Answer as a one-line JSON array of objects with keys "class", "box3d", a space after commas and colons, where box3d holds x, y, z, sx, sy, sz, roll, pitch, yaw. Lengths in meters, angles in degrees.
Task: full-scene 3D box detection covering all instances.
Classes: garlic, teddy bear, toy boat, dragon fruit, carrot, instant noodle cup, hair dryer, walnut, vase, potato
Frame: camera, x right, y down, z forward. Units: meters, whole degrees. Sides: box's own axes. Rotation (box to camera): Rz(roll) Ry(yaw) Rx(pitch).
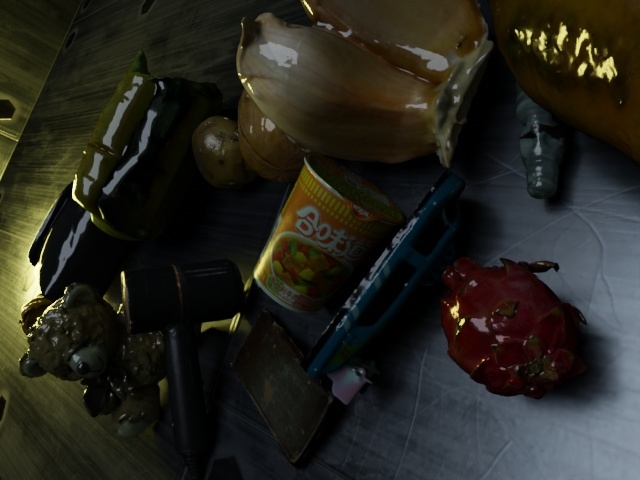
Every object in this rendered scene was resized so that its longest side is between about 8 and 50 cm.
[{"class": "garlic", "box3d": [0.065, -0.239, 0.743, 0.313, 0.249, 0.286, 22, 111, 14]}, {"class": "teddy bear", "box3d": [-0.374, 0.188, 0.961, 0.156, 0.256, 0.267, 31, 92, 53]}, {"class": "toy boat", "box3d": [0.099, 0.058, 0.677, 0.092, 0.134, 0.299, 38, 98, 11]}, {"class": "dragon fruit", "box3d": [0.184, 0.087, 0.553, 0.136, 0.133, 0.166, -21, 43, -17]}, {"class": "carrot", "box3d": [0.320, -0.179, 0.462, 0.241, 0.241, 0.341, -51, 42, 13]}, {"class": "instant noodle cup", "box3d": [0.000, 0.000, 0.765, 0.185, 0.168, 0.168, -56, 41, 19]}, {"class": "hair dryer", "box3d": [-0.203, 0.211, 0.888, 0.107, 0.189, 0.352, 157, 105, -66]}, {"class": "walnut", "box3d": [-0.060, -0.195, 0.915, 0.165, 0.165, 0.197, -31, 42, 31]}, {"class": "vase", "box3d": [0.260, -0.145, 0.641, 0.060, 0.060, 0.211, -11, 63, 41]}, {"class": "potato", "box3d": [-0.184, -0.169, 1.050, 0.176, 0.137, 0.137, 21, 85, 50]}]

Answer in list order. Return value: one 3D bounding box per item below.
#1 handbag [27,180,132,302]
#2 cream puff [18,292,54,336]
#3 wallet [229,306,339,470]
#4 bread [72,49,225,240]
[{"class": "handbag", "box3d": [-0.582, -0.015, 1.327, 0.275, 0.178, 0.302, 27, 90, 48]}, {"class": "cream puff", "box3d": [-0.683, 0.188, 1.376, 0.133, 0.119, 0.104, -45, 18, -21]}, {"class": "wallet", "box3d": [-0.055, 0.205, 0.797, 0.122, 0.031, 0.232, -59, 39, 10]}, {"class": "bread", "box3d": [-0.360, -0.183, 1.140, 0.251, 0.208, 0.377, 92, -162, -84]}]
